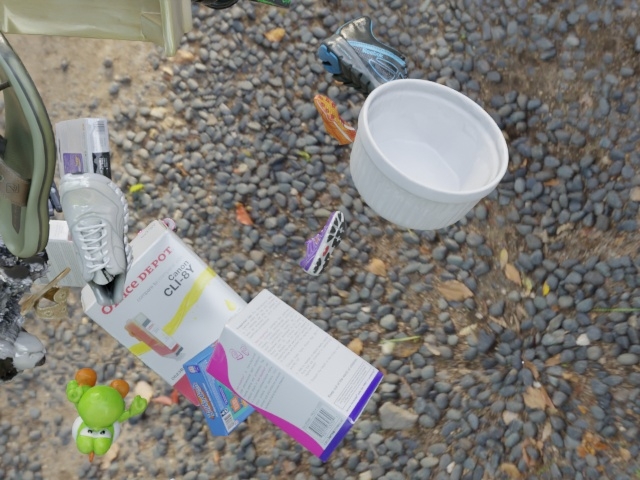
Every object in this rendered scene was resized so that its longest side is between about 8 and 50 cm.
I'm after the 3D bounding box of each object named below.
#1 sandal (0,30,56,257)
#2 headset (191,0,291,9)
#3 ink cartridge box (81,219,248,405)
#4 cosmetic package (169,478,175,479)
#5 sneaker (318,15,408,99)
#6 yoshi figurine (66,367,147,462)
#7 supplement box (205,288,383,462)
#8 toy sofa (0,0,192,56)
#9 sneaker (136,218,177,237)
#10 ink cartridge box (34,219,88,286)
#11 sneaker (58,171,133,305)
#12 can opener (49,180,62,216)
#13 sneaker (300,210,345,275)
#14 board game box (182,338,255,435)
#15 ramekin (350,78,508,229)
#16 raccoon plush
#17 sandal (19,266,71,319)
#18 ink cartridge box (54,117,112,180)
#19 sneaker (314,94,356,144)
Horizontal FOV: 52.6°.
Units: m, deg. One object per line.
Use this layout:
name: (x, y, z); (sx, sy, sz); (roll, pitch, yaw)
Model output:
sandal: (-0.370, -0.092, 0.753); (0.120, 0.086, 0.303); (46, 134, 33)
headset: (-0.246, -0.613, 1.429); (0.394, 0.243, 0.185); (16, 106, 7)
ink cartridge box: (-0.364, 0.181, 1.634); (0.279, 0.160, 0.385); (-46, 114, -9)
cosmetic package: (-0.372, 0.691, 1.498); (0.183, 0.151, 0.151); (-32, 29, 1)
sneaker: (0.155, -0.336, 1.406); (0.139, 0.125, 0.341); (-45, 98, -13)
yoshi figurine: (-0.591, 0.440, 1.759); (0.203, 0.362, 0.203); (-25, 106, -12)
supplement box: (-0.039, 0.192, 0.938); (0.220, 0.114, 0.111); (35, 128, 8)
toy sofa: (-0.389, -0.403, 1.016); (0.362, 0.150, 0.177); (3, 42, 0)
sneaker: (-0.435, -0.016, 1.735); (0.119, 0.057, 0.047); (-23, 77, 7)
ink cartridge box: (-0.667, 0.045, 1.764); (0.261, 0.296, 0.066); (5, 62, -10)
sneaker: (-0.393, 0.002, 1.154); (0.110, 0.292, 0.118); (-6, 48, -7)
can opener: (-0.792, -0.164, 1.889); (0.059, 0.073, 0.186); (-13, 93, 55)
sneaker: (0.000, 0.000, 1.581); (0.071, 0.068, 0.170); (29, 90, 32)
board game box: (-0.167, 0.270, 1.318); (0.047, 0.210, 0.160); (-13, 102, 37)
ramekin: (0.138, -0.110, 0.886); (0.207, 0.109, 0.207); (10, 52, -12)
raccoon plush: (-0.671, 0.079, 1.125); (0.446, 0.216, 0.299); (35, 116, 5)
sandal: (-0.581, 0.137, 1.395); (0.240, 0.088, 0.079); (-30, 107, 33)
ink cartridge box: (-0.692, -0.260, 1.873); (0.371, 0.069, 0.176); (11, 106, 53)
sneaker: (0.029, -0.330, 1.806); (0.067, 0.175, 0.064); (-13, 39, 37)
